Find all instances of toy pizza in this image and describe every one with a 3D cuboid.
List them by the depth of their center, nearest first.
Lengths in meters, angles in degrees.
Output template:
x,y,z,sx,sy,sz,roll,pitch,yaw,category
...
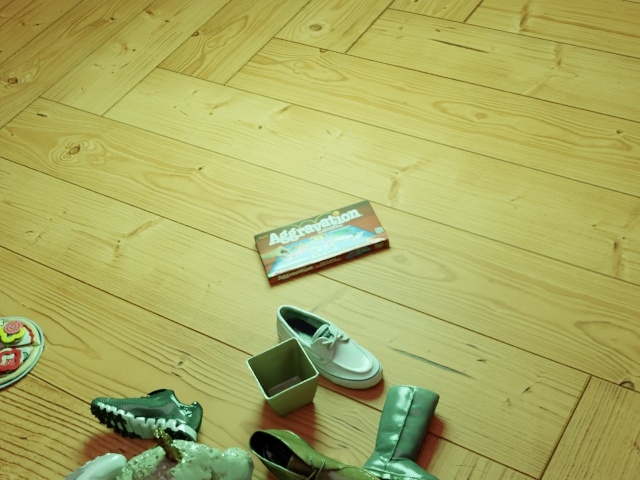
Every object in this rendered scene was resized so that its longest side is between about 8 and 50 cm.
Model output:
x,y,z,sx,sy,sz,roll,pitch,yaw,category
-0.700,0.238,1.988,0.201,0.032,0.201,-6,45,6,toy pizza

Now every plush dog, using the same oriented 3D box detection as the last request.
x,y,z,sx,sy,sz,roll,pitch,yaw,category
-0.281,0.430,1.609,0.225,0.211,0.262,-23,22,41,plush dog

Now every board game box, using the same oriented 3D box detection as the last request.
x,y,z,sx,sy,sz,roll,pitch,yaw,category
0.000,0.000,2.081,0.281,0.027,0.145,-18,44,-6,board game box

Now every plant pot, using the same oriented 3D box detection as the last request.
x,y,z,sx,sy,sz,roll,pitch,yaw,category
-0.067,0.273,1.775,0.109,0.096,0.109,-24,46,-13,plant pot

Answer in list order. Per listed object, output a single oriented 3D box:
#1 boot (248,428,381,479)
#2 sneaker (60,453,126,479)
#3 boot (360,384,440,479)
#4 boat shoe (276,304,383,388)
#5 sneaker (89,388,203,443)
x,y,z,sx,sy,sz,roll,pitch,yaw,category
-0.003,0.416,1.589,0.305,0.115,0.112,23,80,33,boot
-0.443,0.482,1.670,0.235,0.090,0.095,-36,62,-18,sneaker
0.175,0.366,1.660,0.189,0.076,0.208,13,44,23,boot
0.009,0.208,1.831,0.258,0.084,0.095,22,54,30,boat shoe
-0.330,0.333,1.790,0.234,0.078,0.106,11,46,17,sneaker
